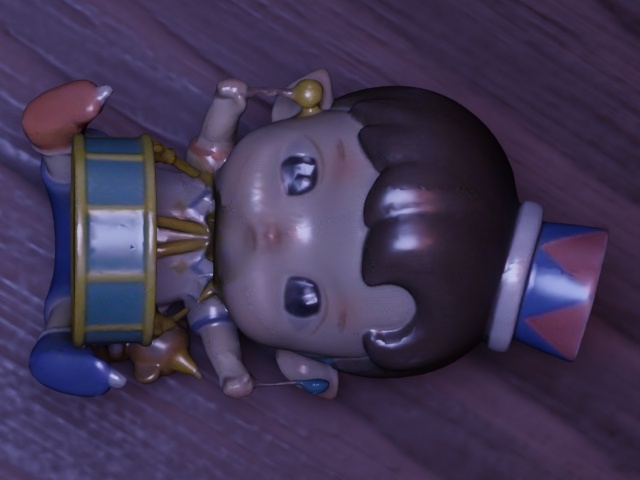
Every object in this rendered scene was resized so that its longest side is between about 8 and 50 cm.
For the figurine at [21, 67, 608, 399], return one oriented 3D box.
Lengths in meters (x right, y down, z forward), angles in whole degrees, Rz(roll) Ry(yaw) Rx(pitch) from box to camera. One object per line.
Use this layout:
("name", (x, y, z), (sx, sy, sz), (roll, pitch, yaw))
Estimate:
("figurine", (-0.001, -0.001, 0.895), (0.275, 0.158, 0.161), (-4, 95, -10))
